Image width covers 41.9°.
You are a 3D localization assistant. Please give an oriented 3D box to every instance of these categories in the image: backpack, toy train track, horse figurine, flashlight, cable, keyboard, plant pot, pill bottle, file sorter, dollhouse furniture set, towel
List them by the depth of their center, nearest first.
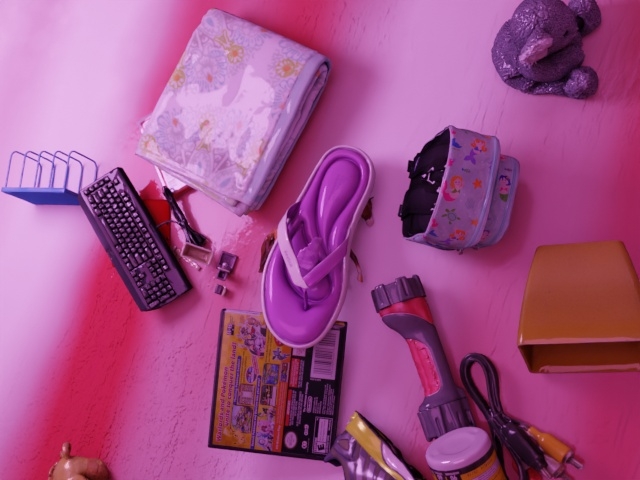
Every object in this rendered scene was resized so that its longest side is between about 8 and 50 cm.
[{"bbox_3d":[0.457,0.113,1.444,0.212,0.212,0.187,-4,68,19],"label":"plant pot"},{"bbox_3d":[0.273,0.444,1.460,0.119,0.119,0.208,-21,100,15],"label":"pill bottle"},{"bbox_3d":[0.251,-0.090,1.516,0.191,0.253,0.225,14,85,1],"label":"backpack"},{"bbox_3d":[0.342,0.344,1.533,0.139,0.072,0.287,-51,56,24],"label":"cable"},{"bbox_3d":[0.185,0.221,1.570,0.103,0.103,0.304,-28,72,41],"label":"flashlight"},{"bbox_3d":[-0.015,0.009,1.692,0.263,0.066,0.174,-7,85,16],"label":"horse figurine"},{"bbox_3d":[-0.240,0.056,1.732,0.114,0.081,0.091,20,88,-5],"label":"dollhouse furniture set"},{"bbox_3d":[-0.190,-0.275,1.759,0.320,0.090,0.374,29,91,20],"label":"towel"},{"bbox_3d":[-0.371,-0.020,1.798,0.201,0.033,0.317,-32,82,-4],"label":"keyboard"},{"bbox_3d":[-0.293,0.038,1.812,0.083,0.014,0.048,37,95,20],"label":"toy train track"},{"bbox_3d":[-0.611,-0.143,1.900,0.170,0.118,0.104,1,78,20],"label":"file sorter"}]

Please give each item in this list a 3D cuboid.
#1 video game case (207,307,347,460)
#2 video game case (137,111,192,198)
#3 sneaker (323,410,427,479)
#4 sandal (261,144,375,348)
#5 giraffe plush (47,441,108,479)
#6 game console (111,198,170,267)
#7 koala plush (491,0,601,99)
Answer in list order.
[{"bbox_3d":[-0.084,0.281,1.633,0.248,0.035,0.275,6,92,3],"label":"video game case"},{"bbox_3d":[-0.251,-0.243,1.836,0.285,0.025,0.204,-28,73,14],"label":"video game case"},{"bbox_3d":[0.120,0.451,1.518,0.121,0.111,0.300,-47,45,1],"label":"sneaker"},{"bbox_3d":[-0.015,-0.003,1.599,0.169,0.102,0.416,13,75,13],"label":"sandal"},{"bbox_3d":[-0.499,0.523,1.743,0.181,0.210,0.170,-52,36,17],"label":"giraffe plush"},{"bbox_3d":[-0.402,-0.015,1.859,0.124,0.085,0.144,-14,74,49],"label":"game console"},{"bbox_3d":[0.401,-0.374,1.522,0.203,0.221,0.196,2,82,20],"label":"koala plush"}]
